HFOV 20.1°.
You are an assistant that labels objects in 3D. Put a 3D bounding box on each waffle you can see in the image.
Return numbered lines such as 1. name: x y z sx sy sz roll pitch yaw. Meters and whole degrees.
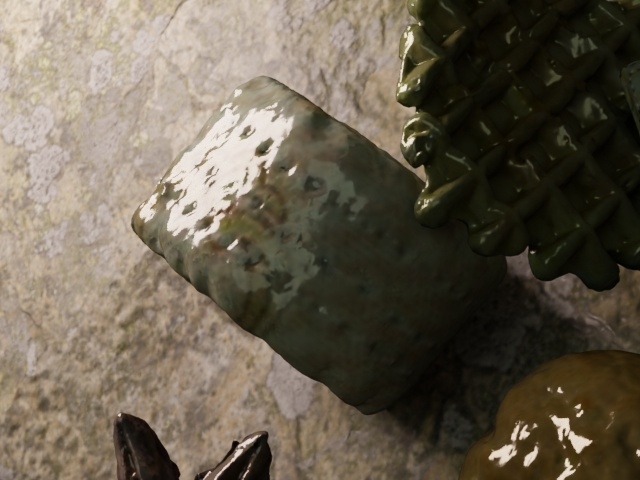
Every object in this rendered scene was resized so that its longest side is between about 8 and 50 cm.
1. waffle: 0.195 -0.109 1.502 0.056 0.292 0.309 135 141 -55

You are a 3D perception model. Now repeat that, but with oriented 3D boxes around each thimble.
1. thimble: 0.000 0.000 1.562 0.195 0.291 0.291 -51 53 0

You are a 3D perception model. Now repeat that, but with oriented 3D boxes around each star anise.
1. star anise: -0.134 0.275 1.654 0.198 0.110 0.257 20 100 12

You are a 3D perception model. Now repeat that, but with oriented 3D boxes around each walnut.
1. walnut: 0.229 0.200 1.339 0.283 0.283 0.227 34 120 37

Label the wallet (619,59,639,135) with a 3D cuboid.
1. wallet: 0.376 -0.031 1.433 0.223 0.077 0.309 -13 62 2
